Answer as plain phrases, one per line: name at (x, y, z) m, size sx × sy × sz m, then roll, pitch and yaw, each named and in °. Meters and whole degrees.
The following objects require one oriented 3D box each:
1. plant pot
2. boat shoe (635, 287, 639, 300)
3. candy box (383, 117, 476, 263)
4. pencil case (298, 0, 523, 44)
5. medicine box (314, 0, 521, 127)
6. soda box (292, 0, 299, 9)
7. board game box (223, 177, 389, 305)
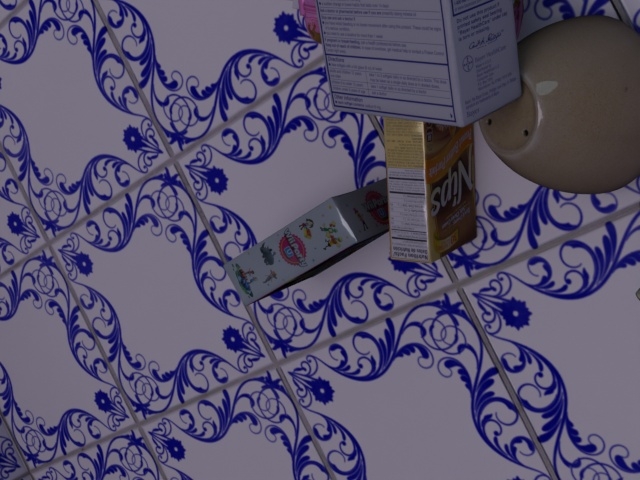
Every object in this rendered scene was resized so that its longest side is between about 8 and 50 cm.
plant pot at (0.357, -0.202, 1.596) m, size 0.284 × 0.191 × 0.284 m, roll 20°, pitch 115°, yaw 53°
boat shoe at (0.620, 0.112, 1.647) m, size 0.224 × 0.080 × 0.073 m, roll 28°, pitch 114°, yaw 19°
candy box at (0.192, -0.136, 1.793) m, size 0.088 × 0.183 × 0.316 m, roll 5°, pitch 108°, yaw 34°
pencil case at (0.143, -0.391, 1.724) m, size 0.386 × 0.167 × 0.160 m, roll 14°, pitch 75°, yaw 41°
medicine box at (0.135, -0.332, 1.503) m, size 0.263 × 0.149 × 0.289 m, roll 15°, pitch 124°, yaw 44°
soda box at (0.005, -0.524, 1.871) m, size 0.074 × 0.069 × 0.216 m, roll 18°, pitch 115°, yaw 29°
board game box at (0.000, 0.000, 1.944) m, size 0.303 × 0.224 × 0.097 m, roll -33°, pitch 84°, yaw 38°
